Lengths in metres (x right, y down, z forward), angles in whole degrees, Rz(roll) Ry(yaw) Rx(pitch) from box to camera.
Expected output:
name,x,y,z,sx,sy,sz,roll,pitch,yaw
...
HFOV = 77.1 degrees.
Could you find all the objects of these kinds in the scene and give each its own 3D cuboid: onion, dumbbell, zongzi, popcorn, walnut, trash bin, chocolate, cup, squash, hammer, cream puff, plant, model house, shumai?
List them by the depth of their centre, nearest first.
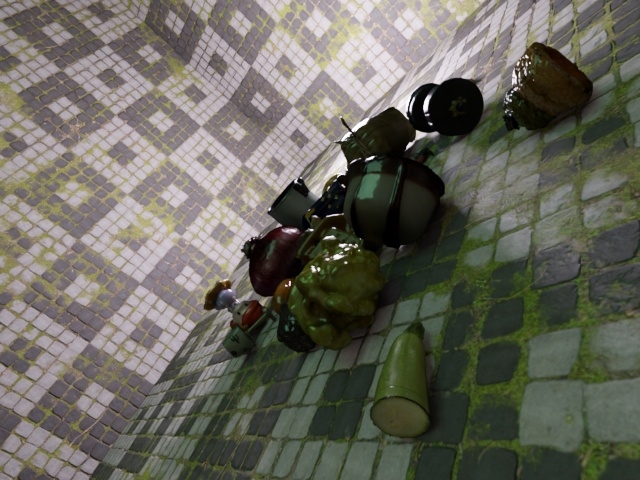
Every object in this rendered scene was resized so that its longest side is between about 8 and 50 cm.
name,x,y,z,sx,sy,sz,roll,pitch,yaw
squash,0.156,0.221,0.706,0.094,0.094,0.224,-39,12,36
cream puff,0.499,-0.336,0.931,0.169,0.183,0.183,-53,8,45
popcorn,0.038,0.123,1.000,0.241,0.234,0.250,26,95,51
chocolate,0.181,-0.087,1.091,0.283,0.283,0.186,-15,55,65
plant,-0.050,0.222,1.191,0.129,0.132,0.195,-34,26,39
model house,0.082,0.001,1.265,0.268,0.173,0.239,-54,14,-6
dumbbell,0.422,-0.462,1.405,0.185,0.185,0.388,-47,14,9
hammer,0.314,-0.223,1.426,0.288,0.033,0.111,-56,15,-20
walnut,-0.114,0.211,1.439,0.116,0.115,0.207,-43,11,23
shumai,0.000,0.000,1.531,0.210,0.161,0.153,103,-166,-56
cup,0.065,-0.138,1.672,0.256,0.178,0.255,-43,13,30
zongzi,0.148,-0.307,1.690,0.500,0.218,0.467,-39,-11,-51
onion,-0.212,0.068,1.749,0.348,0.285,0.347,-62,0,0
trash bin,-0.086,-0.127,1.902,0.277,0.262,0.217,-36,20,44

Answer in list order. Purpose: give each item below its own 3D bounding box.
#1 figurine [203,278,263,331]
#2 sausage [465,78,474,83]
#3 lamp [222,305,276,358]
name,x,y,z,sx,sy,sz,roll,pitch,yaw
figurine,-0.350,0.299,1.740,0.181,0.257,0.208,-27,-37,-52
sausage,0.599,-0.650,1.655,0.031,0.031,0.107,-46,15,14
lamp,-0.276,0.351,1.564,0.214,0.121,0.121,-43,13,-12
